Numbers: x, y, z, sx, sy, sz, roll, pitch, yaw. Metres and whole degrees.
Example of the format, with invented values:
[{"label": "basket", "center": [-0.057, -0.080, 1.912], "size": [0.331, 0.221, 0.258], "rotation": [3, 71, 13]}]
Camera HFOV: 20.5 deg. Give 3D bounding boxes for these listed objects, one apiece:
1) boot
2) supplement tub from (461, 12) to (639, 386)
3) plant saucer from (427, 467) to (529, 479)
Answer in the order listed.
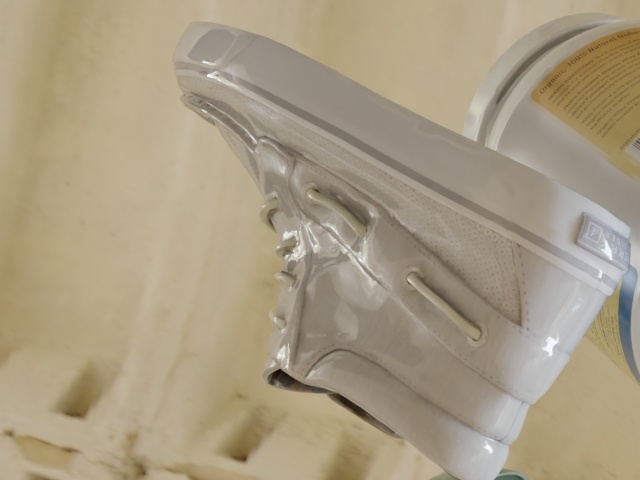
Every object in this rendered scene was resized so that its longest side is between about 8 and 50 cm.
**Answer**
[{"label": "boot", "center": [0.000, 0.000, 0.721], "size": [0.258, 0.095, 0.123], "rotation": [30, -89, 47]}, {"label": "supplement tub", "center": [0.160, -0.014, 0.789], "size": [0.144, 0.144, 0.199], "rotation": [-45, -146, 2]}, {"label": "plant saucer", "center": [0.043, 0.140, 0.791], "size": [0.119, 0.119, 0.021], "rotation": [-45, -118, 2]}]
